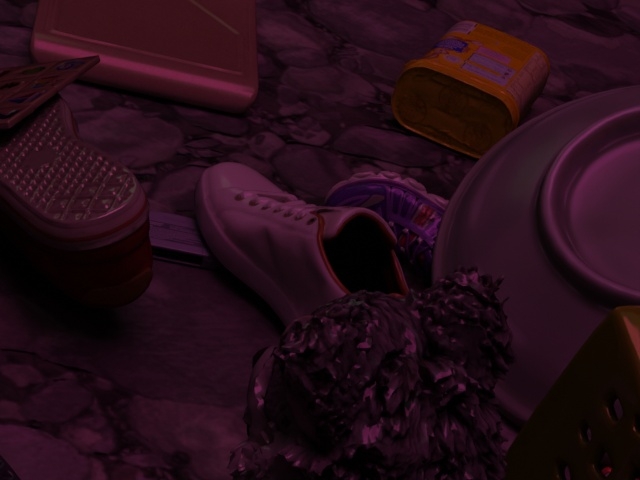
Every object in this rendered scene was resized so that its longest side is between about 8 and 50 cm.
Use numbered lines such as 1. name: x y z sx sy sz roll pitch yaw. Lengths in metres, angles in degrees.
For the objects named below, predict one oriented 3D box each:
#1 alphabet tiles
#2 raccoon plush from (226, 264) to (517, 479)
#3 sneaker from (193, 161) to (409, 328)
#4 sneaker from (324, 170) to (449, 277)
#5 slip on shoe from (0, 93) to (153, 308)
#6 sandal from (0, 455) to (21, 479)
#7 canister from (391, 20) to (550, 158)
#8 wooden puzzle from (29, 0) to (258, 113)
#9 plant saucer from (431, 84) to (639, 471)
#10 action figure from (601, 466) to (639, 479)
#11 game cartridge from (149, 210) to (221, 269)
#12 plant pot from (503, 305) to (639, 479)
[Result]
1. alphabet tiles: -0.317 -0.098 1.501 0.198 0.009 0.237 -4 23 25
2. raccoon plush: 0.114 0.215 1.026 0.446 0.299 0.216 30 33 20
3. sneaker: 0.000 0.000 1.478 0.106 0.123 0.290 1 35 -39
4. sneaker: 0.083 -0.007 1.598 0.170 0.068 0.071 17 41 4
5. slip on shoe: -0.226 -0.040 1.472 0.123 0.101 0.331 -25 33 -21
6. sandal: -0.164 0.221 1.086 0.097 0.054 0.254 -29 58 -12
7. canister: 0.157 -0.157 1.866 0.126 0.073 0.170 24 30 11
8. wooden puzzle: -0.172 -0.213 1.826 0.221 0.044 0.238 12 36 -10
9. plant saucer: 0.285 -0.005 1.484 0.400 0.100 0.400 -5 50 7
10. action figure: 0.264 0.202 1.387 0.115 0.030 0.038 25 37 17
11. game cartridge: -0.123 -0.002 1.532 0.083 0.017 0.056 12 35 -9
12. plant pot: 0.268 0.193 1.208 0.227 0.228 0.207 5 47 -20
